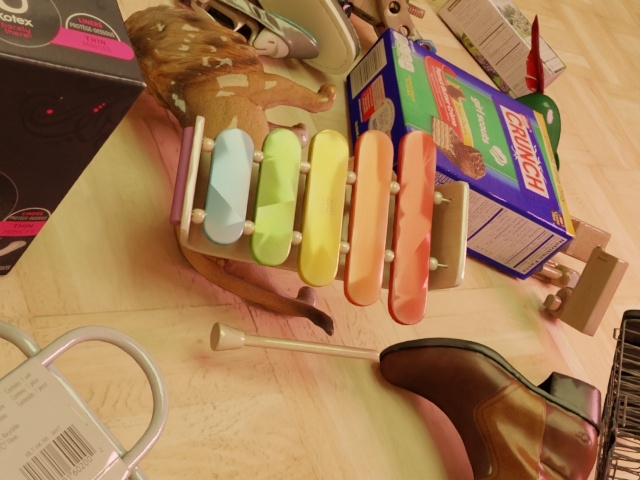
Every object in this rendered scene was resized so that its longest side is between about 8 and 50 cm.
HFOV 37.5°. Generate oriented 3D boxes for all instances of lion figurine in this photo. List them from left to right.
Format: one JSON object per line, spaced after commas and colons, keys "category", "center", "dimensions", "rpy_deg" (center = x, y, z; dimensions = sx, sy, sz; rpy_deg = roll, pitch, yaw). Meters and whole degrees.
{"category": "lion figurine", "center": [-0.102, -0.085, 1.033], "dimensions": [0.240, 0.142, 0.392], "rpy_deg": [10, 54, -29]}

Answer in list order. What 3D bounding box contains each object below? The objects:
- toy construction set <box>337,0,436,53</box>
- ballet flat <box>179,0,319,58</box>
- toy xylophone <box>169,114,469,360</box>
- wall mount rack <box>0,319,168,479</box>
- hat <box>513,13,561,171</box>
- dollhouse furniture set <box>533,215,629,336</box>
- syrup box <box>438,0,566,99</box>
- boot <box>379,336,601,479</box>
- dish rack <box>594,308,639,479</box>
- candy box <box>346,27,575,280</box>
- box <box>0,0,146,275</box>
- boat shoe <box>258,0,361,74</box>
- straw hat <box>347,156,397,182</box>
{"category": "toy construction set", "center": [0.100, -0.434, 1.510], "dimensions": [0.237, 0.258, 0.309], "rpy_deg": [22, 21, -11]}
{"category": "ballet flat", "center": [-0.101, -0.292, 1.293], "dimensions": [0.213, 0.072, 0.068], "rpy_deg": [31, 67, -18]}
{"category": "toy xylophone", "center": [0.000, 0.000, 0.949], "dimensions": [0.322, 0.081, 0.236], "rpy_deg": [3, 79, -24]}
{"category": "wall mount rack", "center": [-0.281, 0.154, 0.656], "dimensions": [0.304, 0.130, 0.350], "rpy_deg": [50, 37, -2]}
{"category": "hat", "center": [0.398, -0.232, 1.611], "dimensions": [0.208, 0.183, 0.173], "rpy_deg": [12, 49, -37]}
{"category": "dollhouse furniture set", "center": [0.405, 0.058, 1.387], "dimensions": [0.123, 0.144, 0.151], "rpy_deg": [20, 8, -32]}
{"category": "syrup box", "center": [0.338, -0.374, 1.756], "dimensions": [0.237, 0.096, 0.093], "rpy_deg": [51, 35, 6]}
{"category": "boot", "center": [0.163, 0.261, 1.018], "dimensions": [0.264, 0.096, 0.281], "rpy_deg": [20, 60, -2]}
{"category": "dish rack", "center": [0.380, 0.228, 1.169], "dimensions": [0.074, 0.208, 0.271], "rpy_deg": [10, 33, 17]}
{"category": "candy box", "center": [0.202, -0.124, 1.374], "dimensions": [0.317, 0.122, 0.268], "rpy_deg": [24, 42, -29]}
{"category": "box", "center": [-0.286, -0.103, 0.755], "dimensions": [0.165, 0.270, 0.143], "rpy_deg": [4, 53, -42]}
{"category": "boat shoe", "center": [-0.042, -0.369, 1.372], "dimensions": [0.305, 0.109, 0.091], "rpy_deg": [47, 41, 7]}
{"category": "straw hat", "center": [0.032, -0.045, 1.181], "dimensions": [0.144, 0.145, 0.061], "rpy_deg": [12, 11, -37]}
